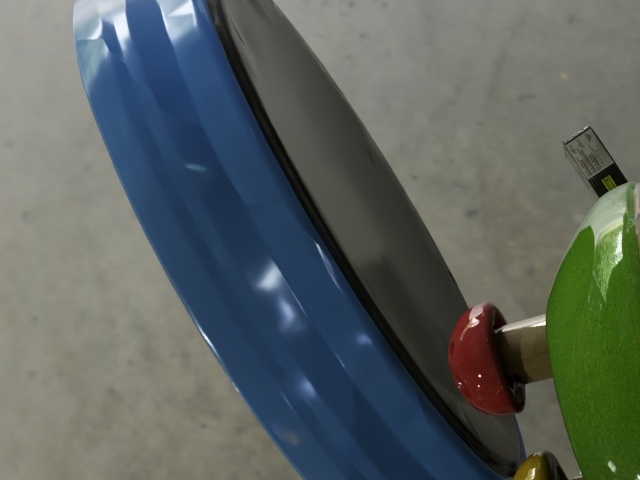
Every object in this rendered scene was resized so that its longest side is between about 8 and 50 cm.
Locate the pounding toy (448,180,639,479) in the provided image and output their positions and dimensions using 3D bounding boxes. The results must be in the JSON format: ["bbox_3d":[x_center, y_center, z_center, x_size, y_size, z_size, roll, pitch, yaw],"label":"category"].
[{"bbox_3d":[0.128,0.096,0.731,0.110,0.237,0.183,-18,34,18],"label":"pounding toy"}]

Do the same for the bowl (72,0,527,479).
[{"bbox_3d":[0.000,0.000,0.974,0.077,0.391,0.391,-31,63,11],"label":"bowl"}]

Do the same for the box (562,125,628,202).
[{"bbox_3d":[0.354,-0.041,1.982,0.045,0.184,0.191,-33,84,5],"label":"box"}]

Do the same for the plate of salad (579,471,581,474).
[{"bbox_3d":[0.330,0.331,1.971,0.048,0.200,0.200,1,83,15],"label":"plate of salad"}]
